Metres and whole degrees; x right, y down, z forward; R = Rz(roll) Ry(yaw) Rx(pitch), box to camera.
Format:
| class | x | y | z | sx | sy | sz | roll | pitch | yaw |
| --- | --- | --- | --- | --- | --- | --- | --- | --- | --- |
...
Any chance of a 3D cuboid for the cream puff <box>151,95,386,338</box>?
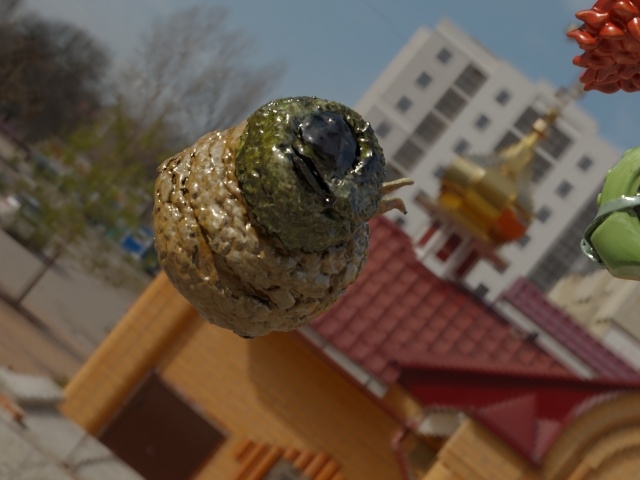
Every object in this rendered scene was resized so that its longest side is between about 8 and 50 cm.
| class | x | y | z | sx | sy | sz | roll | pitch | yaw |
| --- | --- | --- | --- | --- | --- | --- | --- | --- | --- |
| cream puff | -0.023 | -0.033 | 1.097 | 0.183 | 0.183 | 0.169 | 40 | -43 | -10 |

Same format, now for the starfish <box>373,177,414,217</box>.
| class | x | y | z | sx | sy | sz | roll | pitch | yaw |
| --- | --- | --- | --- | --- | --- | --- | --- | --- | --- |
| starfish | -0.001 | -0.001 | 1.604 | 0.050 | 0.247 | 0.138 | 56 | -12 | 12 |

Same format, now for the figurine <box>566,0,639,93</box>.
| class | x | y | z | sx | sy | sz | roll | pitch | yaw |
| --- | --- | --- | --- | --- | --- | --- | --- | --- | --- |
| figurine | 0.420 | -0.350 | 1.748 | 0.412 | 0.306 | 0.241 | 67 | 12 | 11 |

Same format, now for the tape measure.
| class | x | y | z | sx | sy | sz | roll | pitch | yaw |
| --- | --- | --- | --- | --- | --- | --- | --- | --- | --- |
| tape measure | 0.381 | -0.023 | 1.499 | 0.200 | 0.175 | 0.106 | 10 | -12 | 23 |
